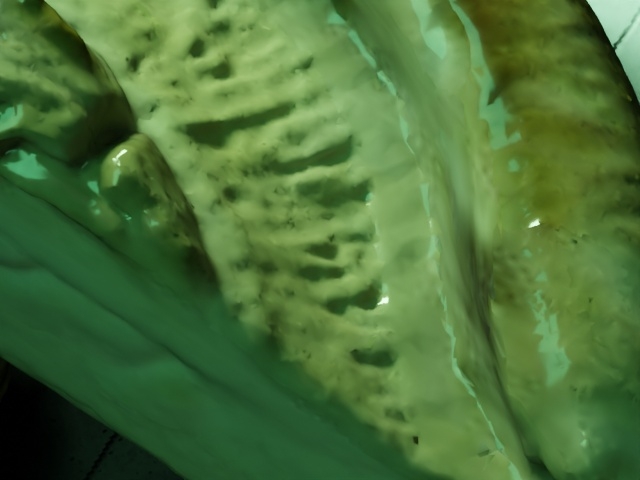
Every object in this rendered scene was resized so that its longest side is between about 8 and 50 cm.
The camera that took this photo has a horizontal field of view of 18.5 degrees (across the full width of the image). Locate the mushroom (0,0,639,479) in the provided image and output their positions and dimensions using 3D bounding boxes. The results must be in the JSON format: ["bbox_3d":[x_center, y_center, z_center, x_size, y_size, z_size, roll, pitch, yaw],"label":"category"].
[{"bbox_3d":[0.035,-0.019,0.896,0.397,0.224,0.313,35,60,5],"label":"mushroom"}]

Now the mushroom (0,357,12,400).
[{"bbox_3d":[-0.298,0.091,1.068,0.283,0.195,0.263,-42,48,13],"label":"mushroom"}]
